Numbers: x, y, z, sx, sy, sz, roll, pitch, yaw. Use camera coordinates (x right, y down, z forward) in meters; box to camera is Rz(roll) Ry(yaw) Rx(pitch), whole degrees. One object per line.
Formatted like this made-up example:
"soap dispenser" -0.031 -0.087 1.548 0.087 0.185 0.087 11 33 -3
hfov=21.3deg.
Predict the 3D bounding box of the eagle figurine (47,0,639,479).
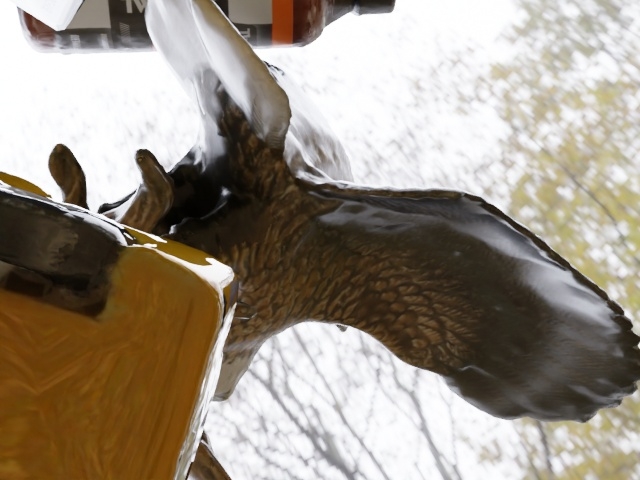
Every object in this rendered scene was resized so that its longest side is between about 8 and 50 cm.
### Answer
"eagle figurine" -0.006 0.006 0.815 0.298 0.225 0.226 -7 -102 -43

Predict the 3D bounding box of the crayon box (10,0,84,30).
"crayon box" -0.034 -0.263 0.614 0.106 0.363 0.313 33 -101 -10

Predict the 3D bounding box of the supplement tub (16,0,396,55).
"supplement tub" -0.060 -0.152 0.901 0.198 0.106 0.106 -2 -69 -2

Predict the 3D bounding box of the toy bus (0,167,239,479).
"toy bus" -0.191 0.006 0.477 0.332 0.130 0.108 17 -88 3
